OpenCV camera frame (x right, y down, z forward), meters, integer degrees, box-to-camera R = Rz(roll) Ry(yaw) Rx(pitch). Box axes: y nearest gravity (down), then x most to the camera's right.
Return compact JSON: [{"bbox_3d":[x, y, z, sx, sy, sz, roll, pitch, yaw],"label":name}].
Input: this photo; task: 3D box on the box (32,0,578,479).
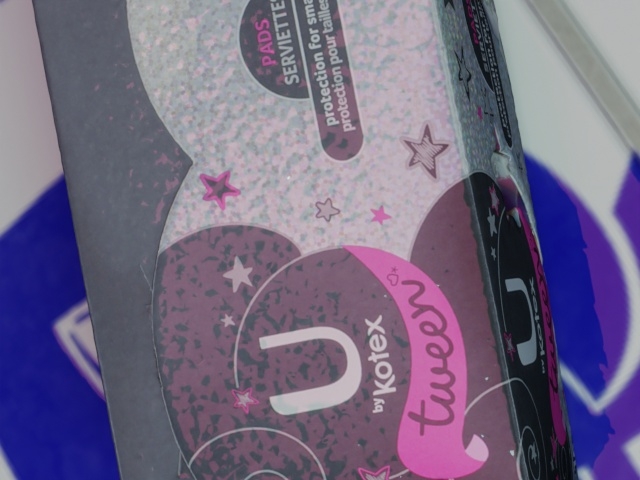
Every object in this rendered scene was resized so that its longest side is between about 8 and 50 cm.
[{"bbox_3d":[0.000,0.000,0.771,0.163,0.142,0.247,-11,88,14],"label":"box"}]
